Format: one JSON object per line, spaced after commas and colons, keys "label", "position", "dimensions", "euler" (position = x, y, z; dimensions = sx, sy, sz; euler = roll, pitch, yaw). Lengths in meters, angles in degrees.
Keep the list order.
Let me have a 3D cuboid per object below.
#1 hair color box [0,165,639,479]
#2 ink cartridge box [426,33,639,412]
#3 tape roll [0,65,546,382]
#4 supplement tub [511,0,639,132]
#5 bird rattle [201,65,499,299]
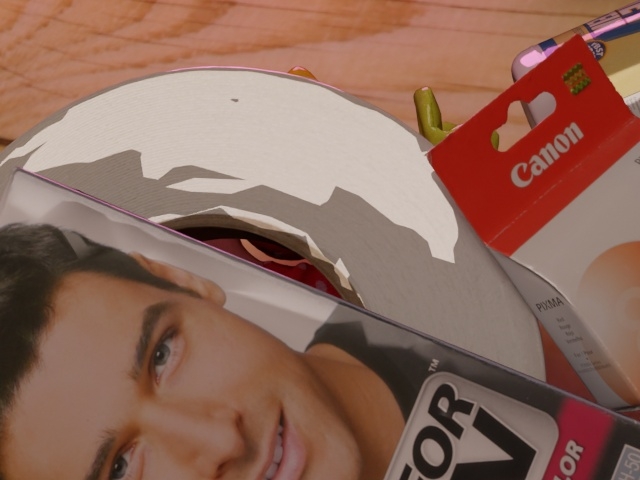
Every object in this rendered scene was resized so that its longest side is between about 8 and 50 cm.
{"label": "hair color box", "position": [-0.014, 0.119, 0.729], "dimensions": [0.374, 0.113, 0.185], "euler": [22, 88, 10]}
{"label": "ink cartridge box", "position": [0.165, -0.017, 0.790], "dimensions": [0.145, 0.179, 0.045], "euler": [-38, 8, -28]}
{"label": "tape roll", "position": [-0.059, 0.092, 0.832], "dimensions": [0.392, 0.072, 0.392], "euler": [-1, 83, 9]}
{"label": "supplement tub", "position": [0.239, -0.091, 0.905], "dimensions": [0.200, 0.144, 0.144], "euler": [-23, 51, 7]}
{"label": "bird rattle", "position": [0.000, 0.000, 0.942], "dimensions": [0.207, 0.143, 0.253], "euler": [41, 87, 10]}
